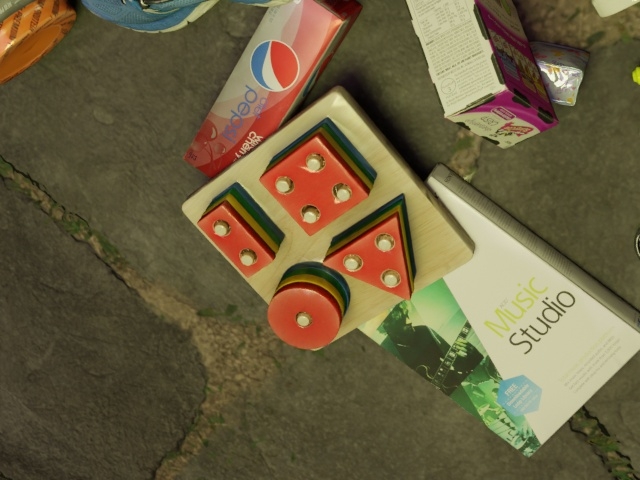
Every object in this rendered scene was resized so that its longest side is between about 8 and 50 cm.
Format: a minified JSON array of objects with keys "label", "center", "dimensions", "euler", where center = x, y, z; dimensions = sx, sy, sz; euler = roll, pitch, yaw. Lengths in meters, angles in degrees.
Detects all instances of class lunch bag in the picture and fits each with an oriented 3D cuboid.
[{"label":"lunch bag","center":[0.245,-0.184,1.106],"dimensions":[0.083,0.071,0.053],"euler":[17,121,11]}]

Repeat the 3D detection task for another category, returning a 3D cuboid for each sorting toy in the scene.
[{"label":"sorting toy","center":[0.000,0.000,1.177],"dimensions":[0.257,0.089,0.255],"euler":[-33,107,28]}]

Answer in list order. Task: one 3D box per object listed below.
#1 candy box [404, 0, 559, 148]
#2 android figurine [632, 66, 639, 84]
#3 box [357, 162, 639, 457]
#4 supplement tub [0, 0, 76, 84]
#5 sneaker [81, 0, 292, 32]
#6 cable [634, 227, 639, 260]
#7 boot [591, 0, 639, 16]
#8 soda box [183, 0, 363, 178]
[{"label":"candy box","center":[0.149,-0.222,1.023],"dimensions":[0.071,0.159,0.233],"euler":[-24,72,26]},{"label":"android figurine","center":[0.467,-0.162,1.044],"dimensions":[0.272,0.056,0.248],"euler":[-9,109,22]},{"label":"box","center":[0.203,0.091,1.246],"dimensions":[0.322,0.058,0.232],"euler":[37,119,3]},{"label":"supplement tub","center":[-0.455,-0.350,1.219],"dimensions":[0.193,0.193,0.316],"euler":[-37,97,29]},{"label":"sneaker","center":[-0.171,-0.310,1.121],"dimensions":[0.330,0.147,0.130],"euler":[-1,91,42]},{"label":"cable","center":[0.439,0.002,1.119],"dimensions":[0.150,0.047,0.184],"euler":[26,139,-12]},{"label":"boot","center":[0.351,-0.350,0.991],"dimensions":[0.244,0.088,0.176],"euler":[-22,102,30]},{"label":"soda box","center":[-0.059,-0.185,1.203],"dimensions":[0.083,0.092,0.263],"euler":[35,119,1]}]
